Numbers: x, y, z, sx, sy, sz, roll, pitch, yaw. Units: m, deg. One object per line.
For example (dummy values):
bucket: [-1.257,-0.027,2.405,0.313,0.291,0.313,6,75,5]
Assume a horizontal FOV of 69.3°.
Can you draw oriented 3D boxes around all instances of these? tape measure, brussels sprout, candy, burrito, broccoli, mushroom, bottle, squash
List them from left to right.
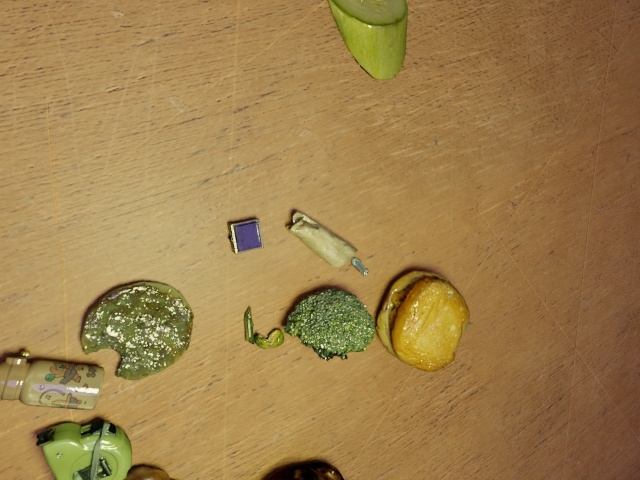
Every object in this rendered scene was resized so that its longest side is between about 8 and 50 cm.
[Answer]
bottle: [-0.590,0.303,1.005,0.209,0.097,0.110,18,78,-28]
tape measure: [-0.527,0.507,1.063,0.175,0.106,0.200,-14,106,-21]
mushroom: [-0.422,0.627,1.153,0.170,0.080,0.135,5,106,-25]
brussels sprout: [-0.140,0.270,1.260,0.083,0.046,0.051,-4,105,-26]
burrito: [0.000,0.000,1.280,0.226,0.060,0.087,36,80,-28]
broccoli: [0.026,0.232,1.272,0.226,0.198,0.176,-26,148,8]
candy: [0.115,0.073,1.373,0.030,0.020,0.083,-46,113,-14]
squash: [0.144,-0.572,1.290,0.237,0.155,0.204,-20,70,-21]

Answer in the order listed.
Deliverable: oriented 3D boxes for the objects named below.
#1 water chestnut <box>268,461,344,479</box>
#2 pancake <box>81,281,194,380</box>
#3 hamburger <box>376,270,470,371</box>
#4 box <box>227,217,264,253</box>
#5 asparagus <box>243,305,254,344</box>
water chestnut: [-0.014,0.757,1.250,0.335,0.335,0.347,13,123,-28]
pancake: [-0.427,0.212,1.109,0.253,0.037,0.254,-5,101,-27]
hamburger: [0.324,0.246,1.424,0.314,0.170,0.290,32,86,-28]
box: [-0.194,-0.013,1.192,0.083,0.035,0.079,-14,104,-25]
asparagus: [-0.191,0.228,1.239,0.021,0.025,0.108,-10,100,-46]
